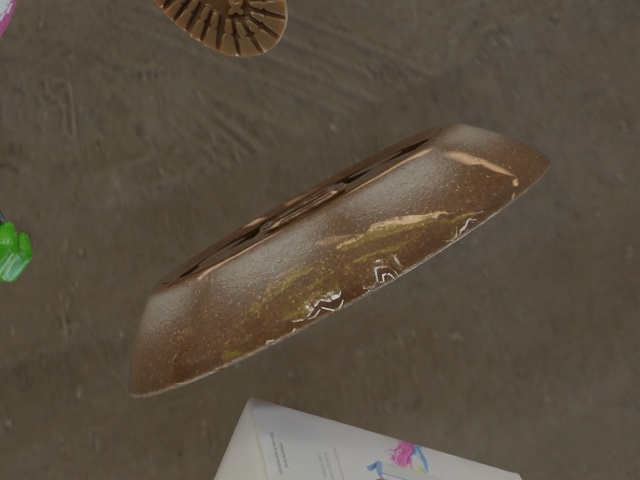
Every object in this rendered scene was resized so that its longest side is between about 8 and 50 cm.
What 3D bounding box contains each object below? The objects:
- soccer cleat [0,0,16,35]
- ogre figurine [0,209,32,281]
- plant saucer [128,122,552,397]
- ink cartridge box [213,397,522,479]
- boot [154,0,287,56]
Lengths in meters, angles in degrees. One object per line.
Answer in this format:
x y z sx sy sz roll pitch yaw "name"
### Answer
-0.207 -0.206 0.941 0.116 0.143 0.331 27 119 -7 "soccer cleat"
-0.214 -0.050 0.756 0.197 0.118 0.097 15 96 -5 "ogre figurine"
0.000 0.000 0.693 0.198 0.198 0.036 -28 94 3 "plant saucer"
0.026 0.138 0.666 0.143 0.090 0.092 18 108 -16 "ink cartridge box"
-0.067 -0.155 0.834 0.059 0.084 0.158 -42 84 12 "boot"
